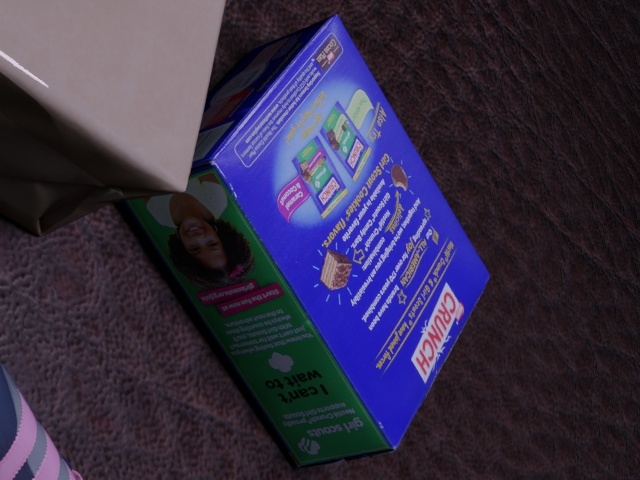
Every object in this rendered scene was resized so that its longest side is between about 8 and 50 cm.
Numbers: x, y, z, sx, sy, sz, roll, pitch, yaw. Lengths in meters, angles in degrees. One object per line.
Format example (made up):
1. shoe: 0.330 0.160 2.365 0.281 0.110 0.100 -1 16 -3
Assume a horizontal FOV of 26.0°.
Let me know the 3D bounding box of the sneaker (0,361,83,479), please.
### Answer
1. sneaker: -0.225 0.165 0.970 0.131 0.112 0.319 -37 111 -68

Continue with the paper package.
1. paper package: -0.223 -0.218 1.032 0.309 0.168 0.325 35 52 -39

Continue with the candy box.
1. candy box: 0.000 0.000 1.274 0.317 0.122 0.268 58 40 -20
